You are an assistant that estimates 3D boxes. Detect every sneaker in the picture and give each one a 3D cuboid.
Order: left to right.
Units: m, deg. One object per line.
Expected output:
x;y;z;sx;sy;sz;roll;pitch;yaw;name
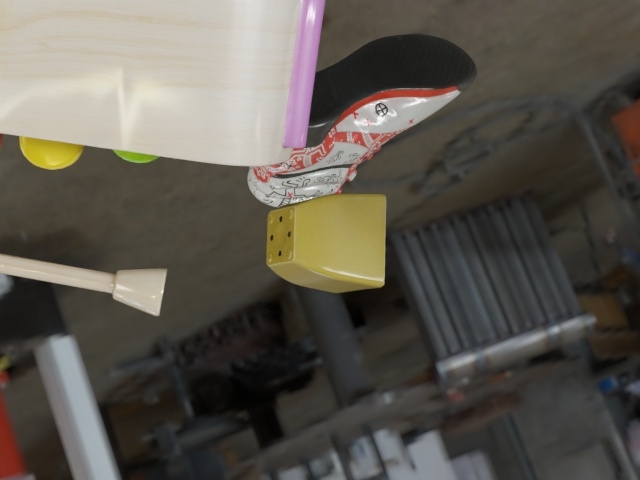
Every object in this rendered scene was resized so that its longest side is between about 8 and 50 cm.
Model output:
0.038;-0.121;1.599;0.270;0.090;0.145;-23;150;-35;sneaker

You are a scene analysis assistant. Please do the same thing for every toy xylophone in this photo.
-0.165;-0.092;0.898;0.322;0.236;0.081;16;-172;-3;toy xylophone

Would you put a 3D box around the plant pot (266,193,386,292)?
0.000;0.000;1.315;0.083;0.081;0.081;6;171;-32;plant pot
